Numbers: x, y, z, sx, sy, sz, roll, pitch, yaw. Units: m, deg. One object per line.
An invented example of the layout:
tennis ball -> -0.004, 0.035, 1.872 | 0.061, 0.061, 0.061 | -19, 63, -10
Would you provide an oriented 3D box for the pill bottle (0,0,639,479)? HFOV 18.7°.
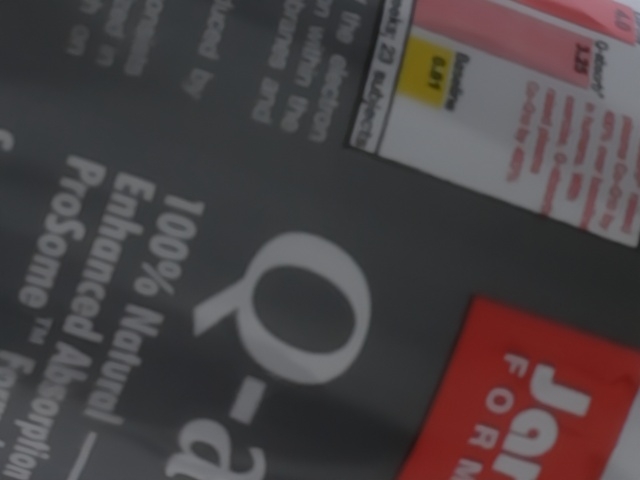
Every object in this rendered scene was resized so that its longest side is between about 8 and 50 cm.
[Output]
pill bottle -> 0.000, 0.000, 0.544 | 0.363, 0.210, 0.210 | 19, -80, -10
